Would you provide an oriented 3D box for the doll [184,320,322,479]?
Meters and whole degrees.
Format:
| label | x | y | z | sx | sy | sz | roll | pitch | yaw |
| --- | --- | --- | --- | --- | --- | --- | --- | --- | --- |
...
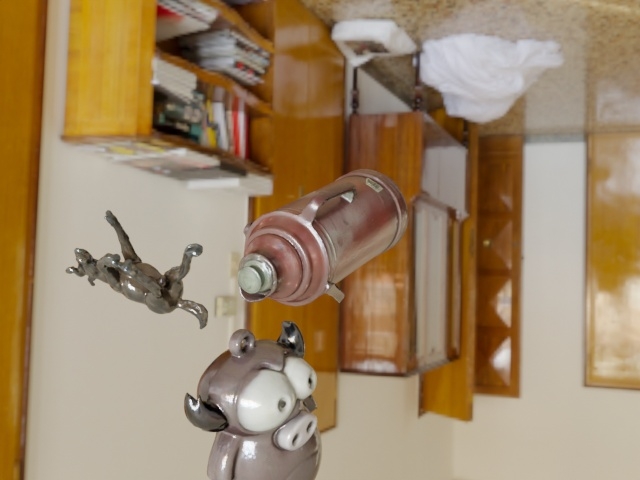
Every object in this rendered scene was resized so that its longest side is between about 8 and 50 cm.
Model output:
| label | x | y | z | sx | sy | sz | roll | pitch | yaw |
| --- | --- | --- | --- | --- | --- | --- | --- | --- | --- |
| doll | -0.067 | 0.218 | 0.913 | 0.117 | 0.257 | 0.182 | 15 | -148 | 33 |

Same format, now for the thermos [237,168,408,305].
| label | x | y | z | sx | sy | sz | roll | pitch | yaw |
| --- | --- | --- | --- | --- | --- | --- | --- | --- | --- |
| thermos | -0.002 | -0.003 | 0.753 | 0.099 | 0.124 | 0.232 | 37 | -150 | 15 |

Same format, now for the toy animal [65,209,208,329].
| label | x | y | z | sx | sy | sz | roll | pitch | yaw |
| --- | --- | --- | --- | --- | --- | --- | --- | --- | --- |
| toy animal | -0.266 | 0.048 | 1.171 | 0.232 | 0.084 | 0.148 | 21 | 147 | 6 |
